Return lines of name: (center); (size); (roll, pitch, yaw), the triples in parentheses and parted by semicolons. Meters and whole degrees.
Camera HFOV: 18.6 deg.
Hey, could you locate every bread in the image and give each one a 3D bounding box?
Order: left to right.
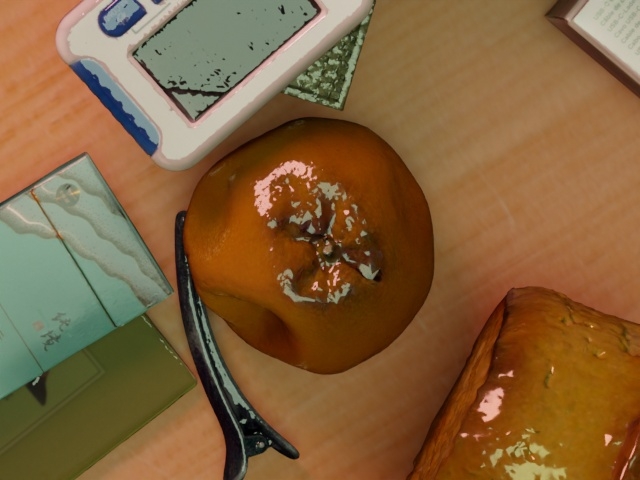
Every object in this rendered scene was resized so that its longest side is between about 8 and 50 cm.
bread: (0.203, 0.222, 1.834); (0.215, 0.398, 0.398); (25, 95, 1)

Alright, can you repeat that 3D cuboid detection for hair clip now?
hair clip: (-0.102, 0.105, 1.934); (0.083, 0.048, 0.275); (-22, 99, -19)

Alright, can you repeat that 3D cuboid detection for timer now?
timer: (-0.095, -0.200, 1.747); (0.253, 0.078, 0.178); (-40, 104, 3)

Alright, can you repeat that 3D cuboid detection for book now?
book: (-0.329, 0.158, 1.925); (0.352, 0.035, 0.239); (-38, 103, -1)

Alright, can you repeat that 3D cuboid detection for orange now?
orange: (0.000, 0.000, 1.860); (0.249, 0.183, 0.249); (-1, 94, -18)

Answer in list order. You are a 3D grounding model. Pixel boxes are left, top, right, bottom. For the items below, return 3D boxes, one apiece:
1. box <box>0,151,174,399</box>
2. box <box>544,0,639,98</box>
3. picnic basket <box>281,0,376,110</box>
box: (-0.279, 0.041, 1.873); (0.229, 0.041, 0.162); (-31, 102, -3)
box: (0.383, -0.218, 1.922); (0.252, 0.106, 0.203); (38, 93, -12)
picnic basket: (-0.055, -0.229, 1.852); (0.196, 0.134, 0.154); (17, 99, -9)
